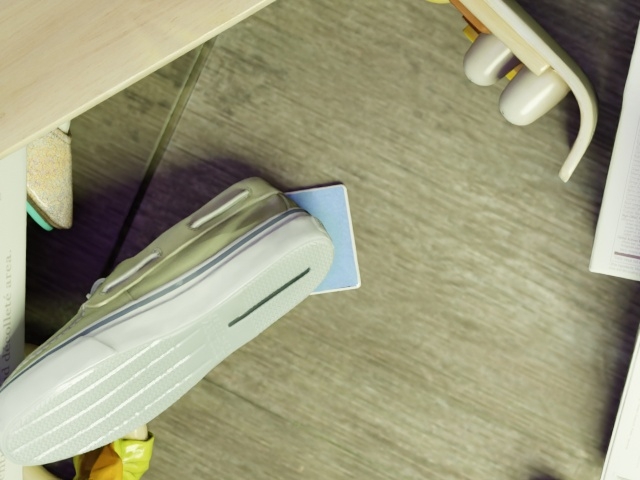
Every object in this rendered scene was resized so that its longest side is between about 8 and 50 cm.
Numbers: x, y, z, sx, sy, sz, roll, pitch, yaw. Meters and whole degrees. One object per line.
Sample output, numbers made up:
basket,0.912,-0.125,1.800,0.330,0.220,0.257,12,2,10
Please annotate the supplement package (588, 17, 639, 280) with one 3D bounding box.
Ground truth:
supplement package,0.288,-0.088,1.431,0.139,0.134,0.244,12,96,9

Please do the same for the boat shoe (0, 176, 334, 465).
boat shoe,-0.130,0.061,1.498,0.302,0.109,0.094,-32,55,-19

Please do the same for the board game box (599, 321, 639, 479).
board game box,0.315,0.098,1.385,0.193,0.053,0.305,14,140,8

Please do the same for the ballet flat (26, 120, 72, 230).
ballet flat,-0.264,-0.157,1.541,0.106,0.107,0.316,-37,89,3

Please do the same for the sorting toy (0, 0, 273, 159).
sorting toy,-0.185,-0.221,1.380,0.257,0.089,0.255,-30,86,3

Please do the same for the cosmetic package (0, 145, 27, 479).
cosmetic package,-0.448,0.057,1.387,0.327,0.393,0.330,9,104,25

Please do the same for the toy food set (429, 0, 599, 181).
toy food set,0.082,-0.164,1.419,0.092,0.220,0.306,-45,87,10

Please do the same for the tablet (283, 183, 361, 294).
tablet,0.000,0.000,1.553,0.054,0.006,0.083,-8,92,11

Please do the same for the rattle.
rattle,-0.236,0.143,1.542,0.200,0.143,0.130,45,119,-2
